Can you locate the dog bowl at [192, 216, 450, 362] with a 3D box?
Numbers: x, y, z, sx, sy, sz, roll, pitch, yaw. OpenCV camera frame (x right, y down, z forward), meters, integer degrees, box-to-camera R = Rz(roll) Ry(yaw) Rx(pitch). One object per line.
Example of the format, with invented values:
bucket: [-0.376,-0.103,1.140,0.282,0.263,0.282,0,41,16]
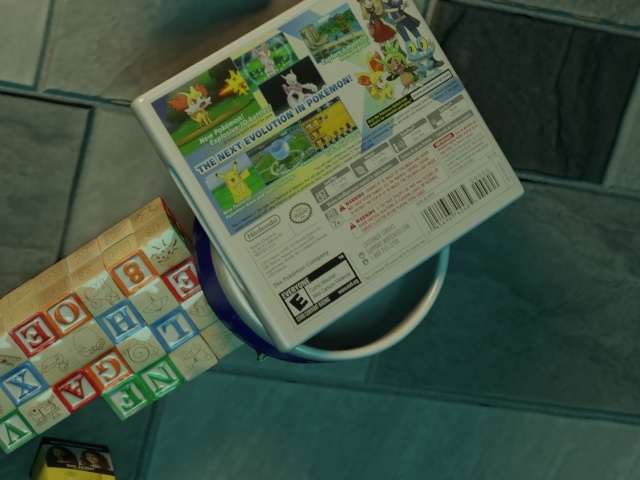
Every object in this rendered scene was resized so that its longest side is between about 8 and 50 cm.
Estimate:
dog bowl: [0.000,0.000,1.935,0.265,0.104,0.265,3,82,-20]

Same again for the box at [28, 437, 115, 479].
box: [-0.268,0.308,2.001,0.087,0.232,0.058,12,113,-18]

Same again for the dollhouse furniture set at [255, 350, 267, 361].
dollhouse furniture set: [-0.044,0.056,2.033,0.058,0.076,0.152,-1,113,-16]

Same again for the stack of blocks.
stack of blocks: [-0.250,0.109,1.996,0.297,0.087,0.171,-32,118,1]

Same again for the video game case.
video game case: [0.013,-0.094,1.878,0.329,0.036,0.300,-33,95,-21]
